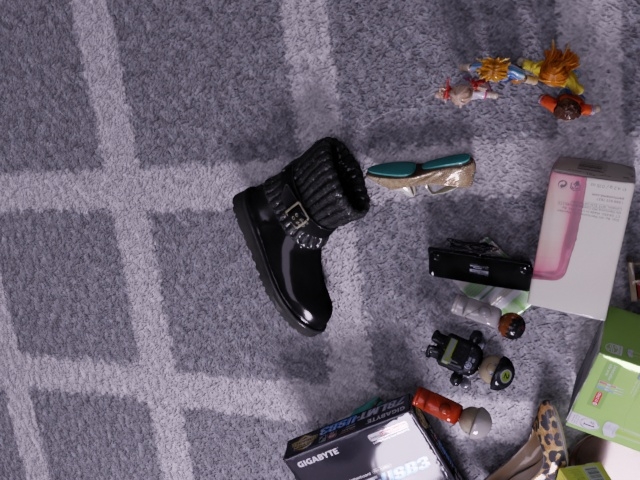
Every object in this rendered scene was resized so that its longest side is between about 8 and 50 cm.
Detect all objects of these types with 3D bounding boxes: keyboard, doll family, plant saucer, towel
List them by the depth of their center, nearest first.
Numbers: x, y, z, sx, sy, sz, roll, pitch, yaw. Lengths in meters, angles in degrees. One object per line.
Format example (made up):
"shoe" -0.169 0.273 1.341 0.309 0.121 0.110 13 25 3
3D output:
"doll family" 0.318 -0.265 1.093 0.263 0.163 0.118 12 110 20
"keyboard" 0.295 0.036 1.253 0.192 0.038 0.100 9 135 19
"towel" 0.327 0.078 1.279 0.152 0.023 0.113 44 120 3
"plant saucer" 0.554 0.428 1.281 0.168 0.029 0.168 7 109 20

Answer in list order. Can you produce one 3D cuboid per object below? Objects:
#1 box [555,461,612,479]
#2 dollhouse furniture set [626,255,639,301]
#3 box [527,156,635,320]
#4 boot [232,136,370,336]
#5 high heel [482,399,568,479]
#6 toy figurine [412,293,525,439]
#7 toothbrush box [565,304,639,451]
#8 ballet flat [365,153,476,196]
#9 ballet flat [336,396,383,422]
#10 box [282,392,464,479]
"box" 0.474 0.517 1.278 0.087 0.058 0.232 -4 122 -11
"dollhouse furniture set" 0.603 0.096 1.101 0.183 0.129 0.129 -7 103 24
"box" 0.432 -0.009 1.132 0.127 0.148 0.232 12 110 21
"boot" -0.002 0.000 1.331 0.260 0.131 0.348 -24 95 27
"high heel" 0.368 0.420 1.301 0.186 0.093 0.261 -6 112 6
"toy figurine" 0.276 0.222 1.229 0.148 0.209 0.213 22 127 19
"toothbrush box" 0.582 0.257 1.130 0.283 0.122 0.206 18 135 19
"ballet flat" 0.184 -0.112 1.255 0.206 0.073 0.067 -2 119 27
"ballet flat" 0.065 0.431 1.467 0.087 0.083 0.247 25 113 30
"box" 0.122 0.488 1.397 0.295 0.073 0.293 -25 109 15
